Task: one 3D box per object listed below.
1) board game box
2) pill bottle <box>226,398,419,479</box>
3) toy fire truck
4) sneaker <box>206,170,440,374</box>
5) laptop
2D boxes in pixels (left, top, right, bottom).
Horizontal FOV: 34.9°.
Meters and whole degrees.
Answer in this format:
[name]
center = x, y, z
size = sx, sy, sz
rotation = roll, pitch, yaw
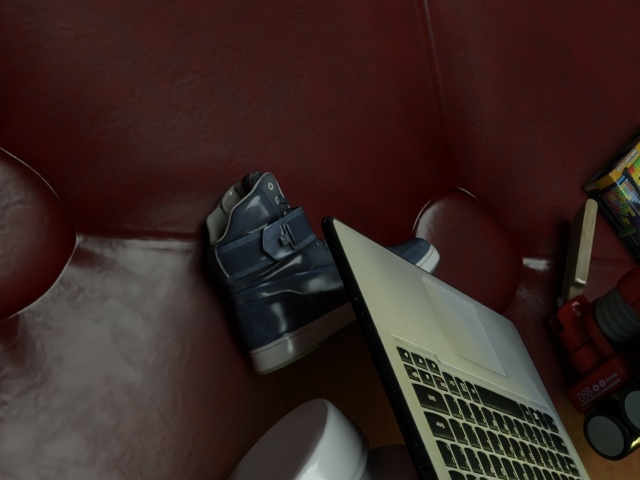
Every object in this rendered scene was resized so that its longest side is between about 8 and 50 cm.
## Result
[board game box]
center = 0.412, -0.058, 1.236
size = 0.141, 0.048, 0.170
rotation = 52, 53, -4
[pill bottle]
center = 0.076, 0.284, 0.796
size = 0.334, 0.188, 0.188
rotation = 43, 54, -11
[toy fire truck]
center = 0.321, 0.061, 1.040
size = 0.158, 0.217, 0.246
rotation = -21, 69, -36
[sneaker]
center = 0.000, 0.000, 0.923
size = 0.226, 0.086, 0.163
rotation = -26, 90, -36
[laptop]
center = 0.248, 0.144, 0.782
size = 0.382, 0.236, 0.408
rotation = 29, 34, -54
